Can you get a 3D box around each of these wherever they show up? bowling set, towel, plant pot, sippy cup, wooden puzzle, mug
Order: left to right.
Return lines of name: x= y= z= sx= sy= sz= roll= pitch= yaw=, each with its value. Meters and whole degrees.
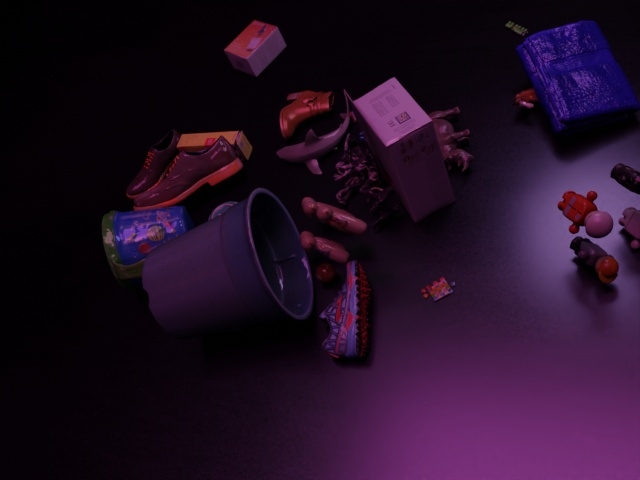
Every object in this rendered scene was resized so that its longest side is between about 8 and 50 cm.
sippy cup: x=-0.477 y=0.005 z=1.910 sx=0.224 sy=0.240 sz=0.305 roll=-15 pitch=60 yaw=0
plant pot: x=-0.239 y=0.084 z=1.671 sx=0.334 sy=0.341 sz=0.341 roll=-20 pitch=51 yaw=16
mug: x=-0.249 y=-0.056 z=1.922 sx=0.158 sy=0.097 sz=0.129 roll=-36 pitch=50 yaw=-3
bowling set: x=0.000 y=0.000 z=1.703 sx=0.154 sy=0.287 sz=0.199 roll=23 pitch=91 yaw=-6
wooden puzzle: x=0.289 y=0.119 z=1.621 sx=0.083 sy=0.006 sz=0.049 roll=-29 pitch=50 yaw=2
towel: x=0.671 y=-0.434 z=1.740 sx=0.228 sy=0.076 sz=0.308 roll=-17 pitch=65 yaw=6

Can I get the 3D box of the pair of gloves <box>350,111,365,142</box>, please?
pair of gloves: x=0.178 y=-0.370 z=2.014 sx=0.159 sy=0.023 sz=0.198 roll=-25 pitch=49 yaw=7

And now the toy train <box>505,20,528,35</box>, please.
toy train: x=0.599 y=-0.647 z=2.033 sx=0.024 sy=0.017 sz=0.083 roll=-45 pitch=51 yaw=1

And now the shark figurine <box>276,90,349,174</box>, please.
shark figurine: x=0.004 y=-0.316 z=1.994 sx=0.278 sy=0.116 sz=0.166 roll=-37 pitch=51 yaw=-2

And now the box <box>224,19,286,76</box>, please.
box: x=-0.233 y=-0.688 z=2.377 sx=0.130 sy=0.091 sz=0.170 roll=28 pitch=71 yaw=36

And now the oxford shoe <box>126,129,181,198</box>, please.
oxford shoe: x=-0.555 y=-0.255 z=2.198 sx=0.097 sy=0.098 sz=0.271 roll=26 pitch=69 yaw=35

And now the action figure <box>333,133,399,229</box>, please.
action figure: x=0.101 y=-0.168 z=1.816 sx=0.141 sy=0.164 sz=0.275 roll=-27 pitch=55 yaw=-3

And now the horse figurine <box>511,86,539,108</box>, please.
horse figurine: x=0.664 y=-0.430 z=1.818 sx=0.175 sy=0.066 sz=0.263 roll=28 pitch=73 yaw=30

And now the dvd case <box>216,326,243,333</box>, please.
dvd case: x=-0.258 y=0.209 z=1.790 sx=0.120 sy=0.013 sz=0.087 roll=-8 pitch=54 yaw=19

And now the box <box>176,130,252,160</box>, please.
box: x=-0.343 y=-0.302 z=2.150 sx=0.233 sy=0.087 sz=0.058 roll=2 pitch=58 yaw=24

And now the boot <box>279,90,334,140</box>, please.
boot: x=-0.042 y=-0.403 z=2.103 sx=0.153 sy=0.073 sz=0.197 roll=0 pitch=59 yaw=19

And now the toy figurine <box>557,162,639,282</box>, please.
toy figurine: x=0.648 y=-0.037 z=1.444 sx=0.213 sy=0.209 sz=0.148 roll=-27 pitch=33 yaw=-1

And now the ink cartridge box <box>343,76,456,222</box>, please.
ink cartridge box: x=0.206 y=-0.250 z=1.726 sx=0.130 sy=0.309 sz=0.271 roll=-30 pitch=50 yaw=1

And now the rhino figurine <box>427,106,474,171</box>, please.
rhino figurine: x=0.357 y=-0.274 z=1.834 sx=0.106 sy=0.073 sz=0.243 roll=-17 pitch=52 yaw=6

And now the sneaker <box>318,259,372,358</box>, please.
sneaker: x=0.052 y=0.163 z=1.632 sx=0.125 sy=0.104 sz=0.261 roll=-9 pitch=53 yaw=20

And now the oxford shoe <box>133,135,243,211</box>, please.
oxford shoe: x=-0.430 y=-0.205 z=2.063 sx=0.364 sy=0.132 sz=0.130 roll=-28 pitch=21 yaw=-4
